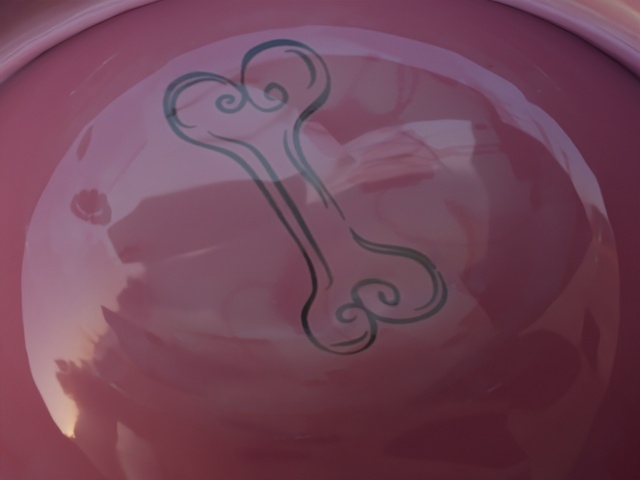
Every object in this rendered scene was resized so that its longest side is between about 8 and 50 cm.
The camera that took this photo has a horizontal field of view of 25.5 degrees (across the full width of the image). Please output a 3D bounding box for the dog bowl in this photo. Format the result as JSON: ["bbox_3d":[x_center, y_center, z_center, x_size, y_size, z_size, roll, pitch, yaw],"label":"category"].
[{"bbox_3d":[0.000,0.000,0.537,0.408,0.408,0.150,-21,-143,16],"label":"dog bowl"}]
